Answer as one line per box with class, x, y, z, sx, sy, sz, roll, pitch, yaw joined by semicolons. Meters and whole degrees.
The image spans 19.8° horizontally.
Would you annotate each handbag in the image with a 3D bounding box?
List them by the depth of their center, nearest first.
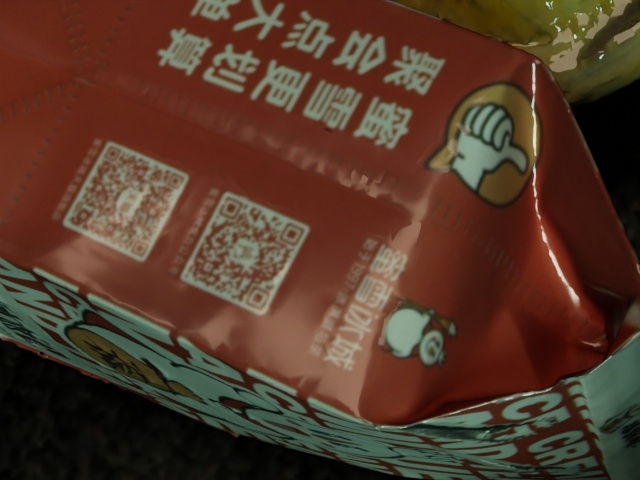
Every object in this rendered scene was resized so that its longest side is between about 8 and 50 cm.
handbag;0.000;0.000;0.673;0.298;0.171;0.151;22;73;20

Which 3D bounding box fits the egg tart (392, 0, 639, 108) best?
egg tart;0.088;-0.154;0.722;0.252;0.098;0.232;-15;47;22
